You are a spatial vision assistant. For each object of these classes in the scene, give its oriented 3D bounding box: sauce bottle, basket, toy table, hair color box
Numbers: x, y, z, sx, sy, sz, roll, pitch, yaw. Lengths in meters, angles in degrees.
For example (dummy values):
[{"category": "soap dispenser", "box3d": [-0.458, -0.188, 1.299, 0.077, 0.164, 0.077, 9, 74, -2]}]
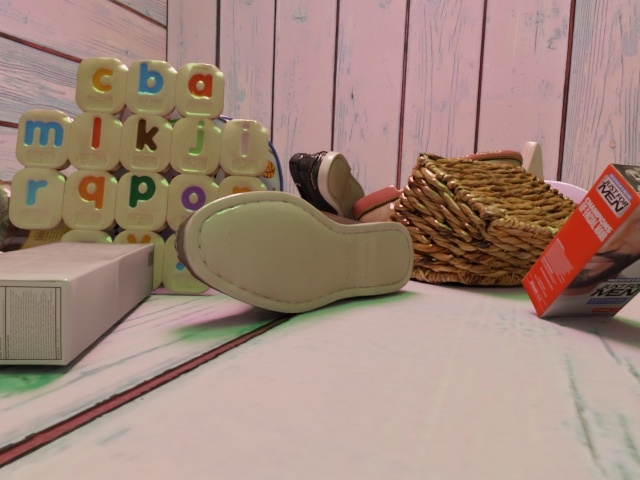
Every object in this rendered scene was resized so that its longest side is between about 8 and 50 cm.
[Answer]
[{"category": "sauce bottle", "box3d": [-0.390, -0.027, 0.808, 0.111, 0.111, 0.344, 5, -1, 27]}, {"category": "basket", "box3d": [0.263, 0.012, 0.764, 0.299, 0.223, 0.213, -1, 39, -38]}, {"category": "toy table", "box3d": [0.449, -0.064, 1.007, 0.161, 0.252, 0.274, 18, -12, -42]}, {"category": "hair color box", "box3d": [0.281, 0.008, 0.455, 0.093, 0.167, 0.053, 1, 46, -10]}]

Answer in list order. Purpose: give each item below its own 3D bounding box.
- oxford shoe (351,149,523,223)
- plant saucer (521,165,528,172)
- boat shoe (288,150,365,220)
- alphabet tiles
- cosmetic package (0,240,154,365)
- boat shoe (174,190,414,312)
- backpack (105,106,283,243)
[{"category": "oxford shoe", "box3d": [0.238, -0.065, 0.941, 0.348, 0.130, 0.123, -23, -27, 23]}, {"category": "plant saucer", "box3d": [0.344, -0.075, 0.968, 0.195, 0.195, 0.037, 7, -11, 43]}, {"category": "boat shoe", "box3d": [0.015, -0.085, 1.024, 0.113, 0.127, 0.340, 15, -13, 21]}, {"category": "alphabet tiles", "box3d": [-0.204, -0.077, 0.553, 0.284, 0.278, 0.021, 1, -8, -6]}, {"category": "cosmetic package", "box3d": [-0.217, 0.040, 0.400, 0.099, 0.060, 0.239, 4, 5, -7]}, {"category": "boat shoe", "box3d": [-0.022, 0.013, 0.524, 0.096, 0.116, 0.324, 1, -1, 43]}, {"category": "backpack", "box3d": [-0.187, -0.077, 0.683, 0.263, 0.276, 0.213, 9, -1, -26]}]
